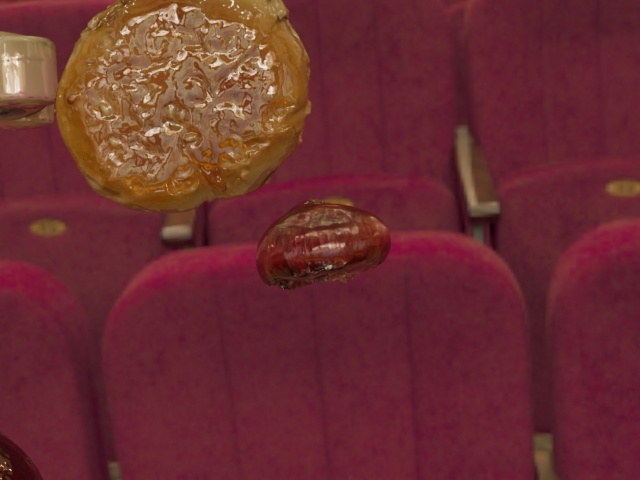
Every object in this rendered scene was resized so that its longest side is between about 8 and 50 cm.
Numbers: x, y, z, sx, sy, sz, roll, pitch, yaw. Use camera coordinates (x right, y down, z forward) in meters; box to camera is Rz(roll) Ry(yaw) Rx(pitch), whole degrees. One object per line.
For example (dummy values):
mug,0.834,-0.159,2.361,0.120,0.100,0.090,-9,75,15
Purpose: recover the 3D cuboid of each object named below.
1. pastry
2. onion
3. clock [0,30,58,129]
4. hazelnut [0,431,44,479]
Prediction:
pastry,-0.162,-0.181,1.395,0.315,0.284,0.184,-27,8,5
onion,0.001,0.010,1.989,0.248,0.161,0.248,-21,9,3
clock,-0.527,-0.223,1.582,0.309,0.114,0.284,-3,0,-15
hazelnut,-0.642,0.497,1.847,0.352,0.421,0.421,8,29,45
